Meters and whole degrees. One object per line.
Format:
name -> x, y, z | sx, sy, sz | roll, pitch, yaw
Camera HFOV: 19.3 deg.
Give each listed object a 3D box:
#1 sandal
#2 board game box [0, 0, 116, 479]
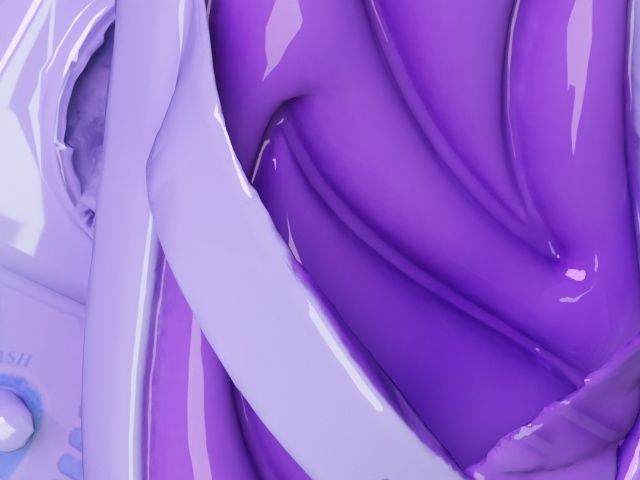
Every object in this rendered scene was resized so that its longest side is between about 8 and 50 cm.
sandal -> 0.032, -0.003, 0.424 | 0.169, 0.102, 0.416 | -14, 115, -22
board game box -> -0.029, -0.031, 0.473 | 0.390, 0.050, 0.389 | -20, 116, -19
